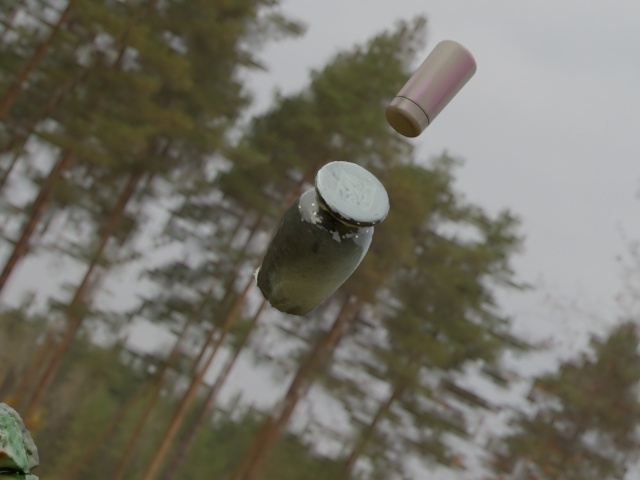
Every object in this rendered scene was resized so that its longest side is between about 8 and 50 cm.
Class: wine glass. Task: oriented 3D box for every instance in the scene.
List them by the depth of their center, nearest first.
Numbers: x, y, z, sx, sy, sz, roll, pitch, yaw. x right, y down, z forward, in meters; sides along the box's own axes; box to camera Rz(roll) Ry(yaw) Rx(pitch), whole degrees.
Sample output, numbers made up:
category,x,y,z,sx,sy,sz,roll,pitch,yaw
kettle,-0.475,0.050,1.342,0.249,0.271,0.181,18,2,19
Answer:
category,x,y,z,sx,sy,sz,roll,pitch,yaw
wine glass,0.000,0.000,2.079,0.111,0.111,0.204,28,-46,-5

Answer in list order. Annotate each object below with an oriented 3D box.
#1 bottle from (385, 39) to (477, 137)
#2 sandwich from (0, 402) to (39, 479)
category,x,y,z,sx,sy,sz,roll,pitch,yaw
bottle,0.102,-0.139,1.586,0.045,0.096,0.045,33,-23,16
sandwich,-0.350,0.167,1.253,0.292,0.109,0.212,5,-2,11
